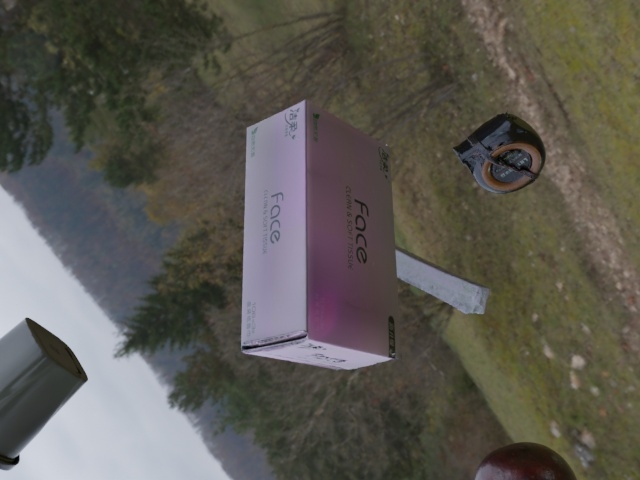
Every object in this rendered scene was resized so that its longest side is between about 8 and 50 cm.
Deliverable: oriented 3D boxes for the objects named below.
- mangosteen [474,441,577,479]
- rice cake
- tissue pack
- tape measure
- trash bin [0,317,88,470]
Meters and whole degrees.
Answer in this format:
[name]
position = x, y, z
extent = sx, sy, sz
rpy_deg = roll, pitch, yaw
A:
[mangosteen]
position = 0.432, 0.548, 1.430
extent = 0.258, 0.215, 0.215
rpy_deg = -93, -21, -49
[rice cake]
position = 0.222, 0.070, 1.591
extent = 0.364, 0.073, 0.056
rpy_deg = 26, -167, 31
[tissue pack]
position = 0.000, 0.000, 0.716
extent = 0.148, 0.092, 0.247
rpy_deg = 19, -117, -45
[tape measure]
position = 0.490, -0.231, 1.860
extent = 0.223, 0.202, 0.135
rpy_deg = 38, -154, -31
[trash bin]
position = -0.676, 0.327, 1.537
extent = 0.219, 0.250, 0.220
rpy_deg = 39, 169, 42
